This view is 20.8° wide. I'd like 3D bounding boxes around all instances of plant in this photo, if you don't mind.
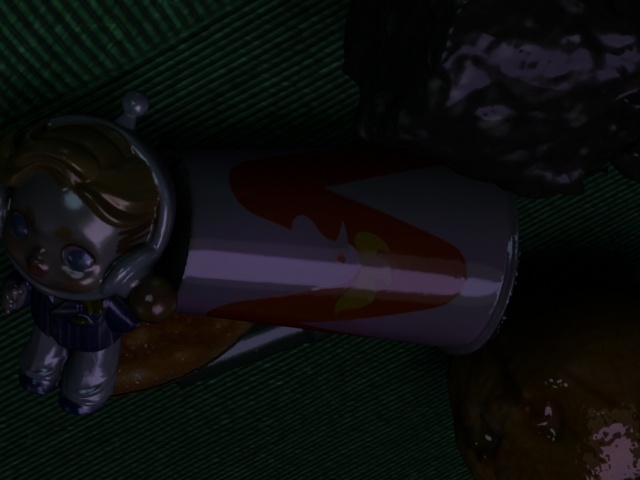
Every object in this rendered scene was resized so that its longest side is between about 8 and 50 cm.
[{"bbox_3d":[0.188,-0.147,1.329,0.312,0.213,0.215,15,134,-25],"label":"plant"}]

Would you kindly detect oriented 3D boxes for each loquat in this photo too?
[{"bbox_3d":[0.273,0.162,1.818,0.284,0.276,0.276,-29,156,-43],"label":"loquat"}]

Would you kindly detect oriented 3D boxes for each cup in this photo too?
[{"bbox_3d":[0.000,0.000,1.486,0.288,0.203,0.203,4,138,-25],"label":"cup"}]

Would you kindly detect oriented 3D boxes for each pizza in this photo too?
[{"bbox_3d":[-0.162,0.052,1.535,0.201,0.053,0.193,-20,132,15],"label":"pizza"}]

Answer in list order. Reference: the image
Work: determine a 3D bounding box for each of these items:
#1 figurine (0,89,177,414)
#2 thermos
[{"bbox_3d":[-0.182,0.022,1.396,0.133,0.194,0.274,-43,133,-43],"label":"figurine"},{"bbox_3d":[-0.089,0.084,1.642,0.188,0.083,0.073,-19,124,-6],"label":"thermos"}]
